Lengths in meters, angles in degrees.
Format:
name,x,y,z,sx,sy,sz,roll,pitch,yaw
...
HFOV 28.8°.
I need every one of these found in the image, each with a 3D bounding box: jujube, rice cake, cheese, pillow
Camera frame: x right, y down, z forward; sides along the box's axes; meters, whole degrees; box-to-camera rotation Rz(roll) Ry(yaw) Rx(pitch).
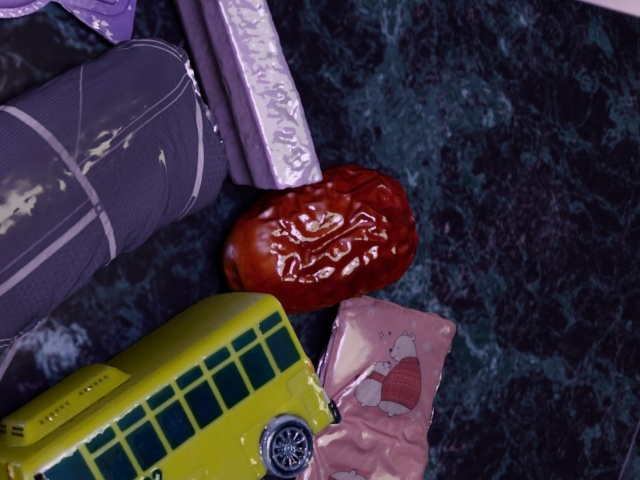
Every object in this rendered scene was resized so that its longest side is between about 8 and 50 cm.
name,x,y,z,sx,sy,sz,roll,pitch,yaw
jujube,0.000,0.000,1.058,0.176,0.112,0.109,-18,139,-31
rice cake,-0.081,-0.182,1.012,0.050,0.106,0.298,-22,101,-23
cheese,-0.223,-0.216,0.951,0.191,0.042,0.105,11,83,-37
pillow,-0.207,-0.023,0.923,0.335,0.092,0.161,-39,113,-29
pillow,0.039,0.177,1.113,0.135,0.049,0.248,16,82,-32

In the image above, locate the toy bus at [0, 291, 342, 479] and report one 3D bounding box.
name,x,y,z,sx,sy,sz,roll,pitch,yaw
toy bus,-0.130,0.154,0.947,0.262,0.128,0.150,-34,106,-33
